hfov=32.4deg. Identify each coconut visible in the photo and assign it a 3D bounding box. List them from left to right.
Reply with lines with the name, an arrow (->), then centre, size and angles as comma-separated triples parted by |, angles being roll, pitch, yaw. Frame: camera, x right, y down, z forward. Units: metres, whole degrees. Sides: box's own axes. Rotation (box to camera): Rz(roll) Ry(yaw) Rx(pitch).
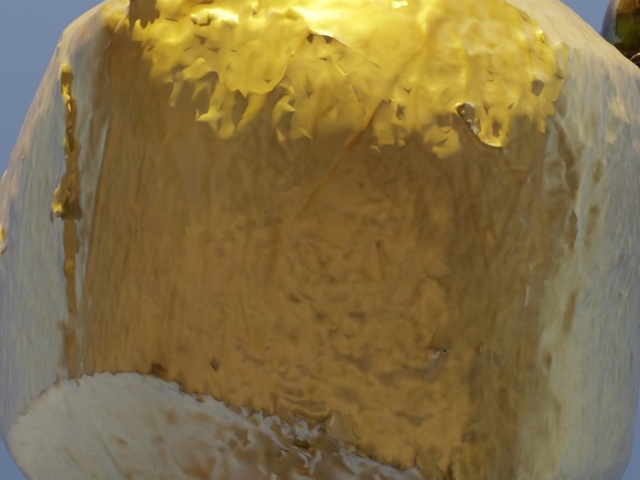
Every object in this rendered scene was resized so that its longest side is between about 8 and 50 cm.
coconut -> 0.000, 0.000, 0.573 | 0.346, 0.346, 0.360 | -1, -92, 2

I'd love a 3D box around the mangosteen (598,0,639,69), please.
mangosteen -> 0.262, -0.102, 0.843 | 0.172, 0.184, 0.172 | -7, -140, 6
